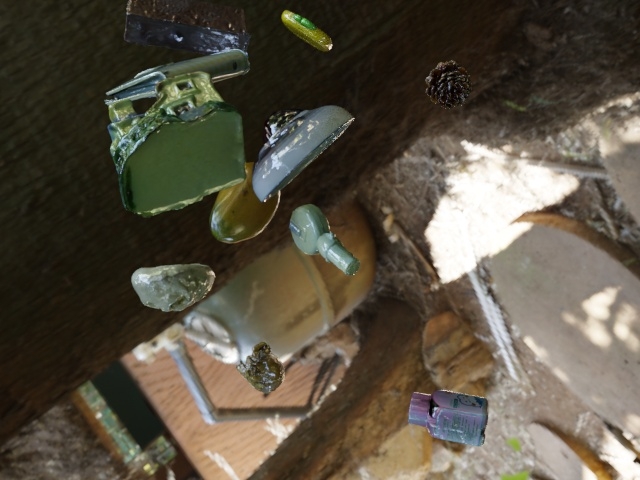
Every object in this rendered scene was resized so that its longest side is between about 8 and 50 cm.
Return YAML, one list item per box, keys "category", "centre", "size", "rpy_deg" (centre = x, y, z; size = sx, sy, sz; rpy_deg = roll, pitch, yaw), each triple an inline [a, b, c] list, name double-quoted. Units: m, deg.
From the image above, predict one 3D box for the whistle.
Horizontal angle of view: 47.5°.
- category: "whistle"
  centre: [0.000, 0.000, 1.748]
  size: [0.258, 0.067, 0.126]
  rpy_deg: [41, 139, 38]

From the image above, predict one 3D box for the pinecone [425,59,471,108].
- category: "pinecone"
  centre: [0.278, -0.327, 1.540]
  size: [0.102, 0.102, 0.109]
  rpy_deg: [67, 171, -27]

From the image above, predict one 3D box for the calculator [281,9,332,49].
- category: "calculator"
  centre: [-0.034, -0.538, 1.876]
  size: [0.146, 0.032, 0.235]
  rpy_deg: [32, -173, 2]

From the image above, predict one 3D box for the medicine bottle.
- category: "medicine bottle"
  centre: [0.315, 0.431, 1.795]
  size: [0.188, 0.119, 0.094]
  rpy_deg: [8, 103, 12]

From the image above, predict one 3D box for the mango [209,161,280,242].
- category: "mango"
  centre: [-0.180, -0.084, 1.746]
  size: [0.120, 0.221, 0.151]
  rpy_deg: [3, 151, 45]

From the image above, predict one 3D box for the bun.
- category: "bun"
  centre: [-0.408, 0.132, 2.033]
  size: [0.231, 0.231, 0.133]
  rpy_deg: [166, 100, -67]

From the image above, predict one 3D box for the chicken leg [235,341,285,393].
- category: "chicken leg"
  centre: [-0.134, 0.272, 1.618]
  size: [0.101, 0.085, 0.207]
  rpy_deg: [36, 157, 20]

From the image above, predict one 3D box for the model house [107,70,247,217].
- category: "model house"
  centre: [-0.254, -0.180, 1.186]
  size: [0.189, 0.214, 0.195]
  rpy_deg: [57, 163, 34]

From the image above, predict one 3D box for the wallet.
- category: "wallet"
  centre: [-0.337, -0.381, 1.714]
  size: [0.223, 0.309, 0.077]
  rpy_deg: [-2, 109, 33]

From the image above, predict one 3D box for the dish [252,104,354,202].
- category: "dish"
  centre: [-0.069, -0.218, 1.577]
  size: [0.134, 0.273, 0.273]
  rpy_deg: [46, 159, -2]

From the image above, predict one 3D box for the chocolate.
- category: "chocolate"
  centre: [-0.338, -0.558, 1.878]
  size: [0.112, 0.321, 0.112]
  rpy_deg: [123, 148, -57]
